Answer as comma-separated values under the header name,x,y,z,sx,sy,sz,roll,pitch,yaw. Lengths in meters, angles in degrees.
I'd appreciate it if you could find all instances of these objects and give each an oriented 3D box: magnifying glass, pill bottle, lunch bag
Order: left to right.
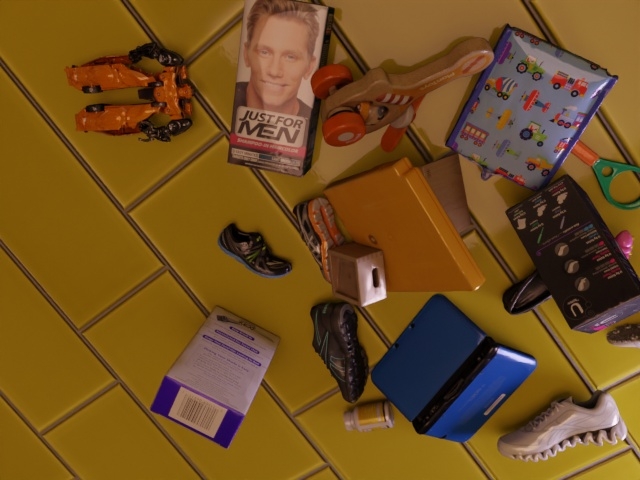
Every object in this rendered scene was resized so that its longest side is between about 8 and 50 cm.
name,x,y,z,sx,sy,sz,roll,pitch,yaw
pill bottle,0.119,0.438,1.566,0.116,0.065,0.065,-13,105,13
lunch bag,0.399,-0.243,1.260,0.220,0.138,0.293,27,115,4
magnifying glass,0.587,-0.150,1.316,0.231,0.026,0.092,36,110,-5

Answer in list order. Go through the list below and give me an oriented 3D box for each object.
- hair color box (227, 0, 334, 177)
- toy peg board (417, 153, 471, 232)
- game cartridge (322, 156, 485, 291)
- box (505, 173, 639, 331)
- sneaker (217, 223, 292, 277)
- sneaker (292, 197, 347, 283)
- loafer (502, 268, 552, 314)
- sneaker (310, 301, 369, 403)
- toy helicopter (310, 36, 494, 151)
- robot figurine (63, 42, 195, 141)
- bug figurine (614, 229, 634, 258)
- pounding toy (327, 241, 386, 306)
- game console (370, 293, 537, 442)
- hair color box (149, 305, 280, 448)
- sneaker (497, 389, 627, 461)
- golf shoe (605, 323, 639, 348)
name,x,y,z,sx,sy,sz,roll,pitch,yaw
hair color box,-0.085,-0.322,1.330,0.173,0.105,0.347,11,109,6
toy peg board,0.235,-0.086,1.335,0.079,0.161,0.161,-5,102,39
game cartridge,0.160,-0.019,1.299,0.052,0.323,0.285,-38,102,-24
box,0.506,0.031,1.243,0.143,0.165,0.270,-35,62,25
sneaker,-0.150,0.024,1.475,0.188,0.067,0.078,30,117,2
sneaker,0.000,0.000,1.443,0.083,0.084,0.215,3,117,39
loafer,0.496,0.089,1.379,0.223,0.078,0.076,-41,98,19
sneaker,0.045,0.265,1.522,0.106,0.101,0.268,1,111,33
toy helicopter,0.170,-0.285,1.241,0.355,0.235,0.140,-22,69,23
robot figurine,-0.409,-0.322,1.396,0.290,0.085,0.211,-1,108,11
bug figurine,0.669,0.081,1.322,0.278,0.072,0.216,1,103,-4
pounding toy,0.088,0.082,1.405,0.100,0.130,0.141,-17,109,-30
game console,0.314,0.310,1.512,0.250,0.173,0.293,22,115,-31
hair color box,-0.225,0.295,1.432,0.185,0.339,0.110,27,112,0
sneaker,0.550,0.429,1.477,0.292,0.110,0.118,-17,97,6
golf shoe,0.725,0.228,1.395,0.176,0.069,0.086,-7,113,13
